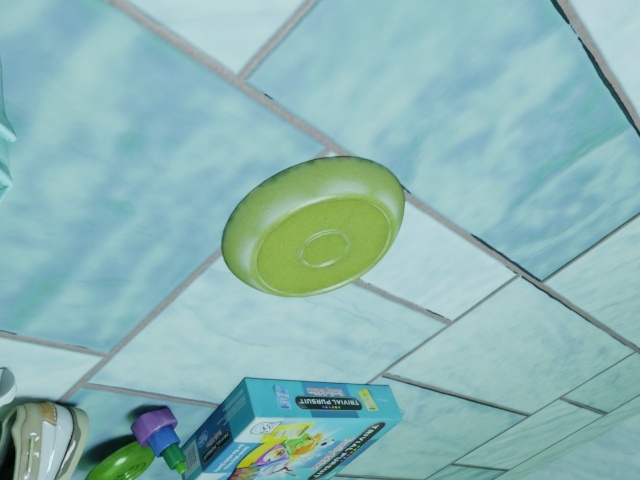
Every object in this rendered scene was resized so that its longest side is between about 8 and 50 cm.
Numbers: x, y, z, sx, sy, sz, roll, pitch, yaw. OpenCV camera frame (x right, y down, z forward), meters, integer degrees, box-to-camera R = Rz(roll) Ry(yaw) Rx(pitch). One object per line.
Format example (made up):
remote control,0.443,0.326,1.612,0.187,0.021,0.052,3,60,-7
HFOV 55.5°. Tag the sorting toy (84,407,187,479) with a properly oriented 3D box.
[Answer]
sorting toy,-0.314,0.428,1.006,0.127,0.126,0.365,-7,141,-54

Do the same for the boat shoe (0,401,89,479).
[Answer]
boat shoe,-0.422,0.365,0.812,0.113,0.302,0.103,1,158,39

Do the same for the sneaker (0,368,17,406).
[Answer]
sneaker,-0.450,0.218,0.752,0.152,0.054,0.061,-25,156,-28

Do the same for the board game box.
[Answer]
board game box,-0.052,0.362,1.126,0.336,0.079,0.254,13,130,-37

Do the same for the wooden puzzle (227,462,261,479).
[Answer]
wooden puzzle,-0.135,0.416,1.078,0.049,0.006,0.083,5,135,-31

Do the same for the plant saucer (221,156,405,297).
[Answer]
plant saucer,0.000,0.000,0.755,0.241,0.037,0.241,-14,141,-12

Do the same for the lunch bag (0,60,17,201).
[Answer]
lunch bag,-0.317,-0.080,0.348,0.262,0.223,0.160,-15,147,-13
